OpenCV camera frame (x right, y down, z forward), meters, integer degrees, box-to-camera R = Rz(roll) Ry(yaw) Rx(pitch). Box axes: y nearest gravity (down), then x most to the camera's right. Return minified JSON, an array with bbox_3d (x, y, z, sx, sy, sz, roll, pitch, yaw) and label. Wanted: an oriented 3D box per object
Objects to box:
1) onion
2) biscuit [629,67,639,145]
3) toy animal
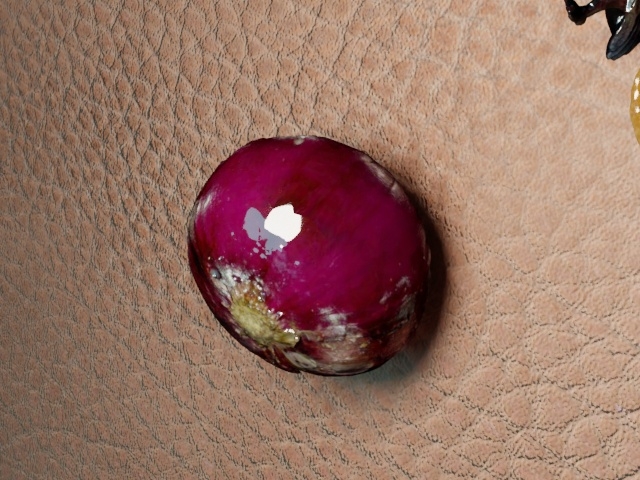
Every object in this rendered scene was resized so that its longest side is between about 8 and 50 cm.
[{"bbox_3d":[0.000,0.000,1.755,0.337,0.282,0.260,41,144,12],"label":"onion"},{"bbox_3d":[0.496,-0.178,1.386,0.350,0.078,0.455,37,118,43],"label":"biscuit"},{"bbox_3d":[0.352,-0.306,1.501,0.179,0.116,0.218,-37,37,41],"label":"toy animal"}]
